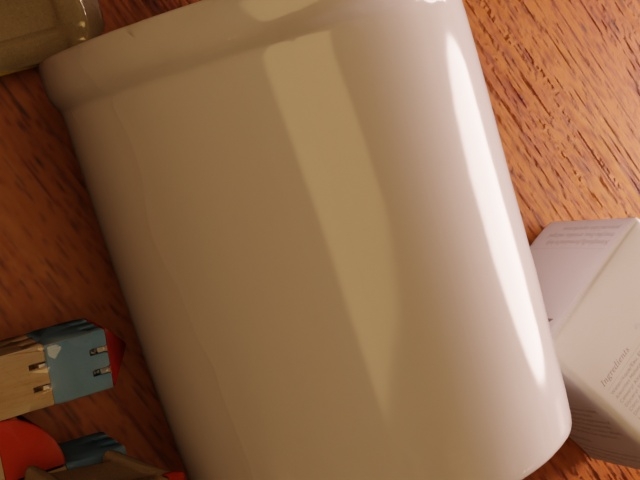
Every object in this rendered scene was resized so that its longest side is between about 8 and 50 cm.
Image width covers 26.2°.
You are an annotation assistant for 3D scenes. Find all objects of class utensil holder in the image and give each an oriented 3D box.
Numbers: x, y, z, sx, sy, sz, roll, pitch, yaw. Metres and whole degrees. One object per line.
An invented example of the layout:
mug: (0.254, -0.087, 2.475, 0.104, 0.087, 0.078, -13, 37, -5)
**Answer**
utensil holder: (0.000, 0.000, 1.063, 0.327, 0.327, 0.385, -20, 98, -19)

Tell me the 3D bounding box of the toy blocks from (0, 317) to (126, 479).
toy blocks: (-0.259, 0.223, 1.051, 0.261, 0.191, 0.381, -14, 104, -28)

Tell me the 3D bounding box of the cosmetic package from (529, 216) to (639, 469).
cosmetic package: (0.264, 0.094, 1.241, 0.183, 0.151, 0.151, 42, 75, -15)

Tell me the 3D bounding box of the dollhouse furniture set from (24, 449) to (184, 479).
dollhouse furniture set: (-0.151, 0.293, 0.971, 0.262, 0.135, 0.259, -5, 105, -43)

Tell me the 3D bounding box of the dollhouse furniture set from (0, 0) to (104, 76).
dollhouse furniture set: (-0.303, -0.279, 1.096, 0.197, 0.151, 0.301, -15, 112, 1)
